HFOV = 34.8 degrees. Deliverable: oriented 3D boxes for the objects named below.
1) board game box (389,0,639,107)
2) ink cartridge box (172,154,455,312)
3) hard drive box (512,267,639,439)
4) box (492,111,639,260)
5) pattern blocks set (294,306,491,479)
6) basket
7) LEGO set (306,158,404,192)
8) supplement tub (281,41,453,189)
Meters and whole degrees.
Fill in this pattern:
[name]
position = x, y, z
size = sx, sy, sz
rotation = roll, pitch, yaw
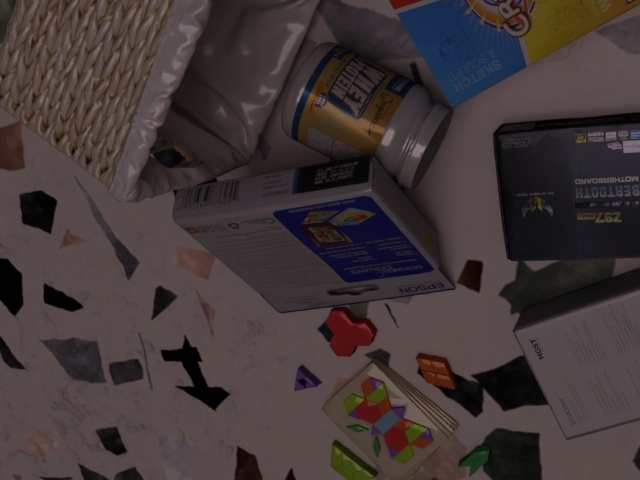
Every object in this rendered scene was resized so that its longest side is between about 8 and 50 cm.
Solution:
[board game box]
position = 0.239, -0.342, 1.266
size = 0.316, 0.064, 0.242
rotation = -28, 98, 36
[ink cartridge box]
position = 0.000, 0.000, 1.456
size = 0.303, 0.307, 0.072
rotation = -9, 61, 25
[hard drive box]
position = 0.409, 0.148, 1.391
size = 0.232, 0.089, 0.181
rotation = -22, 100, 27
[box]
position = 0.354, -0.069, 1.348
size = 0.232, 0.059, 0.183
rotation = -1, 110, 24
[pattern blocks set]
position = 0.105, 0.280, 1.604
size = 0.324, 0.026, 0.285
rotation = 31, 118, 8
[basket]
position = -0.206, -0.272, 1.337
size = 0.266, 0.328, 0.331
rotation = 34, 115, 14
[LEGO set]
position = -0.008, -0.070, 1.478
size = 0.227, 0.093, 0.087
rotation = -14, 103, 27
[supplement tub]
position = 0.063, -0.166, 1.383
size = 0.199, 0.144, 0.144
rotation = 27, 118, 11
